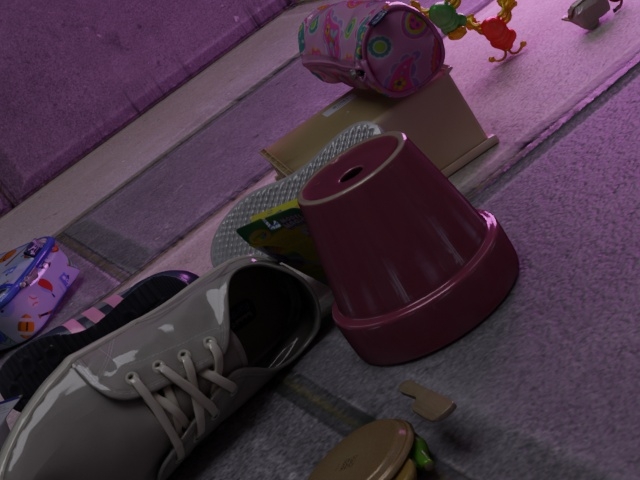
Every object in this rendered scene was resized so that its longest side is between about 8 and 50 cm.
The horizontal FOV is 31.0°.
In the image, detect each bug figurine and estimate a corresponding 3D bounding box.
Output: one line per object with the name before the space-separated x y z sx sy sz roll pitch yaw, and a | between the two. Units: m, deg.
bug figurine | 0.169 -0.293 1.773 0.279 0.072 0.216 -27 -24 26

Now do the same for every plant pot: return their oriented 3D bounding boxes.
plant pot | 0.077 -0.004 1.185 0.201 0.180 0.201 -29 19 11

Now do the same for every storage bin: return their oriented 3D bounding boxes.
storage bin | 0.067 -0.132 1.604 0.262 0.123 0.260 -35 18 -3

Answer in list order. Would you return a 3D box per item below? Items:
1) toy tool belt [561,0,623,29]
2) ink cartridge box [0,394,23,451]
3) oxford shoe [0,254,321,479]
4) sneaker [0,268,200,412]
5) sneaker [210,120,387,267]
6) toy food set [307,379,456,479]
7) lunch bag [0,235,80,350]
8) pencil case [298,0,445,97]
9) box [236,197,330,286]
toy tool belt | 0.397 -0.345 1.694 0.083 0.052 0.051 -37 27 -11
ink cartridge box | -0.498 0.340 1.463 0.165 0.065 0.332 -20 24 35
oxford shoe | -0.160 0.157 1.216 0.130 0.169 0.449 -7 27 50
sneaker | -0.290 0.139 1.586 0.319 0.112 0.131 -26 3 13
sneaker | 0.008 -0.020 1.431 0.282 0.161 0.102 -31 55 21
toy food set | 0.036 0.204 0.979 0.192 0.038 0.132 -42 13 -7
lunch bag | -0.587 0.118 2.076 0.303 0.115 0.243 -23 24 31
pencil case | 0.059 -0.261 1.554 0.124 0.124 0.284 -36 21 -7
box | 0.000 0.000 1.309 0.105 0.179 0.043 -19 57 38
